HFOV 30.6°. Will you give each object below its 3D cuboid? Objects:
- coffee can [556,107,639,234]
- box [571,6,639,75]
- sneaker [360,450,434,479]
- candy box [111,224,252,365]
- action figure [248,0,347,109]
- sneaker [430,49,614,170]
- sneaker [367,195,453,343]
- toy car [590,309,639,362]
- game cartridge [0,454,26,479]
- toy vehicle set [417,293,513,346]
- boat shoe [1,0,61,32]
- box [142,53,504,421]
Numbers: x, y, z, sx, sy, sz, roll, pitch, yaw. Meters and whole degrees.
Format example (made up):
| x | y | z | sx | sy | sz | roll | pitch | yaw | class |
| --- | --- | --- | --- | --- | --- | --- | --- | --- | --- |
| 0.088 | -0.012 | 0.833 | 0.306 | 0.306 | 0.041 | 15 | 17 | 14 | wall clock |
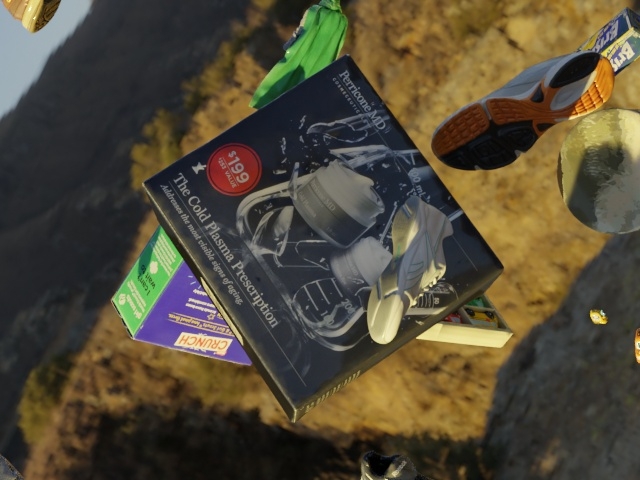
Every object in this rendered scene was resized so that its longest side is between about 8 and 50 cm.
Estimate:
| x | y | z | sx | sy | sz | roll | pitch | yaw | class |
| --- | --- | --- | --- | --- | --- | --- | --- | --- | --- |
| 0.546 | -0.119 | 1.935 | 0.275 | 0.201 | 0.201 | -6 | -45 | -50 | coffee can |
| 0.451 | -0.293 | 1.879 | 0.169 | 0.054 | 0.059 | -42 | 34 | 36 | box |
| 0.171 | 0.473 | 2.274 | 0.078 | 0.234 | 0.106 | -48 | -40 | -34 | sneaker |
| -0.165 | 0.047 | 2.046 | 0.317 | 0.268 | 0.122 | -56 | 43 | 17 | candy box |
| -0.018 | -0.311 | 1.963 | 0.232 | 0.137 | 0.063 | -65 | 31 | 11 | action figure |
| 0.271 | -0.179 | 1.614 | 0.262 | 0.099 | 0.121 | -25 | 15 | 1 | sneaker |
| 0.093 | 0.035 | 1.172 | 0.053 | 0.061 | 0.152 | -1 | 66 | 64 | sneaker |
| 0.438 | 0.137 | 1.700 | 0.122 | 0.040 | 0.060 | 12 | 67 | 37 | toy car |
| -0.634 | 0.343 | 1.837 | 0.198 | 0.297 | 0.062 | -42 | 10 | -13 | game cartridge |
| 0.169 | 0.090 | 1.855 | 0.035 | 0.267 | 0.166 | -56 | 46 | 27 | toy vehicle set |
| -0.302 | -0.310 | 1.273 | 0.178 | 0.060 | 0.064 | -56 | -1 | 35 | boat shoe |
| 0.000 | 0.000 | 1.495 | 0.312 | 0.343 | 0.179 | -34 | -10 | -10 | box |
